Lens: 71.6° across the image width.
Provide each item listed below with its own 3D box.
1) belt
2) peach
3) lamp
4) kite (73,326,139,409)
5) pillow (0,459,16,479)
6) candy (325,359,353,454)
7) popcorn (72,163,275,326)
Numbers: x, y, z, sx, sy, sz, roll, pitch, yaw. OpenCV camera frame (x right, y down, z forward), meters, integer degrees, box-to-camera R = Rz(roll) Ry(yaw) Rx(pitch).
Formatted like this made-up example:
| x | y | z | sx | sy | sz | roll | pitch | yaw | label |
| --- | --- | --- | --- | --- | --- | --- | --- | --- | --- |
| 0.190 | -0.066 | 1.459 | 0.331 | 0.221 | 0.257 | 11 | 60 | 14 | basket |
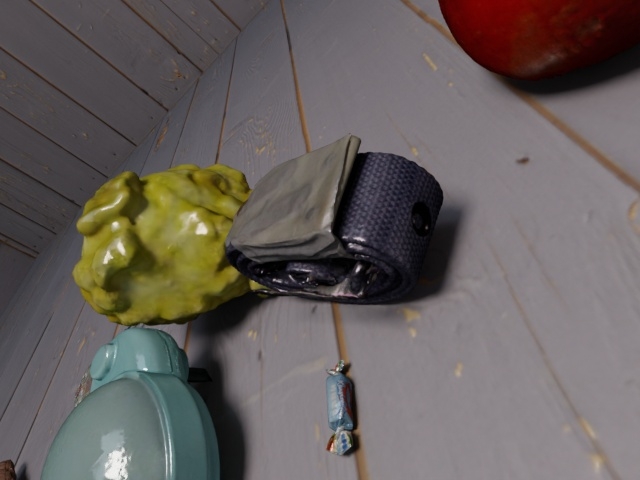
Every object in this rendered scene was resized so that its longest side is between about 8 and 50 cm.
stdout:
| x | y | z | sx | sy | sz | roll | pitch | yaw | label |
| --- | --- | --- | --- | --- | --- | --- | --- | --- | --- |
| 0.000 | 0.000 | 0.438 | 0.231 | 0.140 | 0.126 | -6 | 52 | 47 | belt |
| 0.193 | -0.234 | 0.409 | 0.154 | 0.158 | 0.267 | -41 | 33 | -3 | peach |
| -0.194 | 0.219 | 0.455 | 0.209 | 0.147 | 0.284 | -43 | 30 | 22 | lamp |
| -0.408 | 0.231 | 0.856 | 0.229 | 0.016 | 0.127 | -44 | 34 | 17 | kite |
| -0.575 | 0.498 | 0.724 | 0.236 | 0.084 | 0.223 | -10 | 52 | 51 | pillow |
| 0.015 | 0.143 | 0.385 | 0.030 | 0.020 | 0.083 | -35 | 34 | 22 | candy |
| -0.183 | 0.009 | 0.605 | 0.241 | 0.250 | 0.234 | -122 | 35 | -58 | popcorn |
